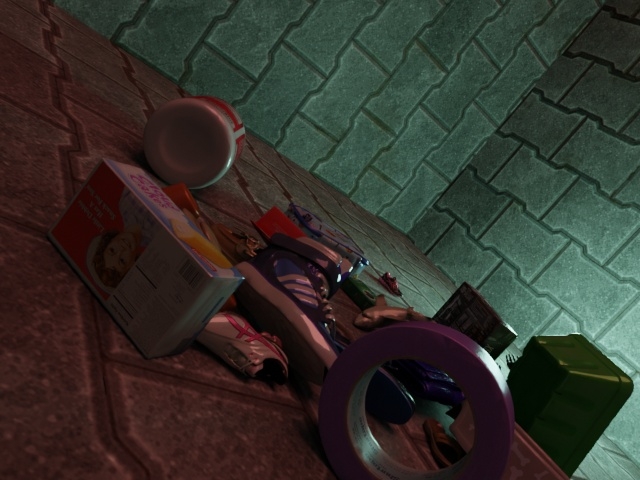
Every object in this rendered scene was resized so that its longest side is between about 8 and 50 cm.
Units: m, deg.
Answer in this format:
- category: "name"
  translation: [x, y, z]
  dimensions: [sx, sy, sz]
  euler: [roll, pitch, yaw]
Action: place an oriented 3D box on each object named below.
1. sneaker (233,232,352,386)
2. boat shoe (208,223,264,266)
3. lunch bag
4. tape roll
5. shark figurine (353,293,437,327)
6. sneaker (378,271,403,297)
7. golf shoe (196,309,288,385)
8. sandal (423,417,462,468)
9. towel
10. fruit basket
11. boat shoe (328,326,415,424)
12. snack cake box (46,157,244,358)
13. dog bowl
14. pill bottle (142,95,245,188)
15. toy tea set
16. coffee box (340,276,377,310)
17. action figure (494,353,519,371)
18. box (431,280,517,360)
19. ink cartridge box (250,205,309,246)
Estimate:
- category: "sneaker"
  translation: [-0.001, 0.107, 1.068]
  dimensions: [0.236, 0.130, 0.323]
  euler: [-25, 49, -31]
- category: "boat shoe"
  translation: [-0.133, 0.041, 1.260]
  dimensions: [0.285, 0.089, 0.104]
  euler: [36, 12, -13]
- category: "lunch bag"
  translation: [0.000, 0.000, 1.773]
  dimensions: [0.303, 0.115, 0.243]
  euler: [34, 11, -28]
- category: "tape roll"
  translation: [0.139, 0.259, 0.812]
  dimensions: [0.275, 0.274, 0.090]
  euler: [43, 12, 18]
- category: "shark figurine"
  translation: [0.232, 0.242, 1.531]
  dimensions: [0.279, 0.116, 0.166]
  euler: [12, 23, 5]
- category: "sneaker"
  translation: [0.280, 0.168, 2.118]
  dimensions: [0.119, 0.057, 0.047]
  euler: [45, 11, 22]
- category: "golf shoe"
  translation: [-0.120, 0.170, 0.871]
  dimensions: [0.186, 0.067, 0.086]
  euler: [31, 16, -34]
- category: "sandal"
  translation: [0.262, 0.420, 1.137]
  dimensions: [0.072, 0.049, 0.180]
  euler: [35, 12, -16]
- category: "towel"
  translation: [0.287, 0.328, 1.368]
  dimensions: [0.308, 0.076, 0.228]
  euler: [26, 7, -37]
- category: "fruit basket"
  translation: [0.666, 0.447, 1.484]
  dimensions: [0.392, 0.392, 0.283]
  euler: [34, 13, -23]
- category: "boat shoe"
  translation: [0.088, 0.250, 1.099]
  dimensions: [0.258, 0.109, 0.089]
  euler: [44, 23, 10]
- category: "snack cake box"
  translation: [-0.258, 0.022, 0.803]
  dimensions: [0.264, 0.152, 0.089]
  euler: [44, 12, 20]
- category: "dog bowl"
  translation: [0.415, 0.466, 1.162]
  dimensions: [0.349, 0.102, 0.349]
  euler: [45, 4, -4]
- category: "pill bottle"
  translation: [-0.333, -0.289, 1.552]
  dimensions: [0.229, 0.229, 0.407]
  euler: [37, 12, -11]
- category: "toy tea set"
  translation: [-0.256, 0.025, 0.992]
  dimensions: [0.199, 0.124, 0.336]
  euler: [66, -6, -28]
- category: "coffee box"
  translation: [0.148, 0.188, 1.682]
  dimensions: [0.184, 0.040, 0.113]
  euler: [45, 13, 27]
- category: "action figure"
  translation: [0.585, 0.428, 1.671]
  dimensions: [0.275, 0.164, 0.140]
  euler: [54, 36, -41]
- category: "box"
  translation: [0.437, 0.288, 1.691]
  dimensions: [0.077, 0.242, 0.307]
  euler: [36, 11, -15]
- category: "ink cartridge box"
  translation: [-0.086, 0.003, 1.400]
  dimensions: [0.134, 0.078, 0.231]
  euler: [43, -8, 18]
